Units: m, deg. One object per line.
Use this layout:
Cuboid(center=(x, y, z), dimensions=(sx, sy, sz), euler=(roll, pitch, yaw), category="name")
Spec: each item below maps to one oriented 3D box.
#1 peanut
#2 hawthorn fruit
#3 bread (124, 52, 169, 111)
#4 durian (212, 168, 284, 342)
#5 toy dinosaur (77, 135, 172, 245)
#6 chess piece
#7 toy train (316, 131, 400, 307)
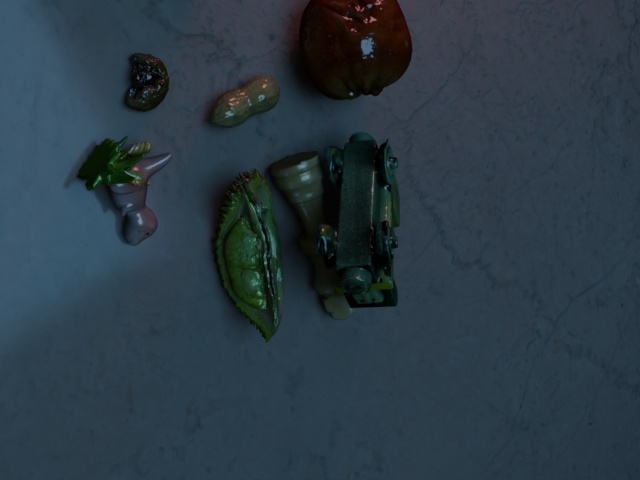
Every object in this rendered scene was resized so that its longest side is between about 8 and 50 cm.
Cuboid(center=(-0.157, -0.290, 1.468), dimensions=(0.187, 0.082, 0.082), euler=(-32, 111, -28), category="peanut")
Cuboid(center=(0.074, -0.432, 1.510), dimensions=(0.258, 0.258, 0.261), euler=(-8, 116, -33), category="hawthorn fruit")
Cuboid(center=(-0.334, -0.307, 1.363), dimensions=(0.082, 0.060, 0.113), euler=(4, 91, -31), category="bread")
Cuboid(center=(-0.125, 0.024, 1.465), dimensions=(0.158, 0.169, 0.351), euler=(-14, 101, -31), category="durian")
Cuboid(center=(-0.351, -0.096, 1.328), dimensions=(0.177, 0.152, 0.194), euler=(35, 82, -39), category="toy dinosaur")
Cuboid(center=(0.000, 0.000, 1.587), dimensions=(0.117, 0.117, 0.397), euler=(-29, 112, -28), category="chess piece")
Cuboid(center=(0.097, -0.034, 1.499), dimensions=(0.253, 0.160, 0.397), euler=(68, 22, -52), category="toy train")
